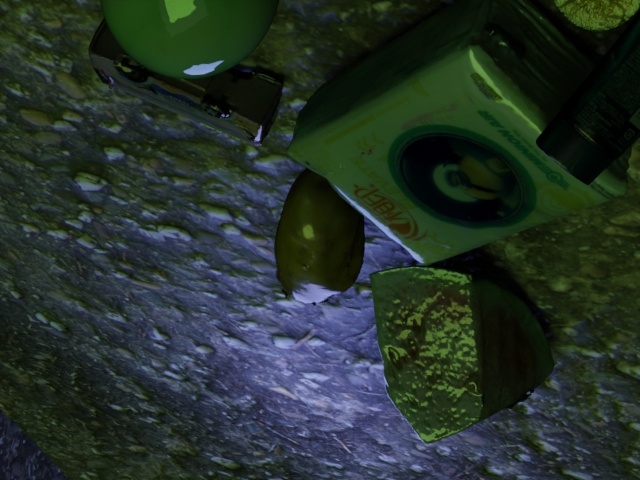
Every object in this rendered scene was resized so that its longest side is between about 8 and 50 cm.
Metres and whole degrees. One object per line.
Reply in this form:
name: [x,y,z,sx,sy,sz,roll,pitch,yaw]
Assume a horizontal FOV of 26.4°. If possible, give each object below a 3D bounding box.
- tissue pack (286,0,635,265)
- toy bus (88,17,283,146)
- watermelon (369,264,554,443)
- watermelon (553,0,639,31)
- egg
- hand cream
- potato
tissue pack: [0.181,-0.138,1.760,0.287,0.162,0.388,40,146,-20]
toy bus: [-0.194,-0.227,1.954,0.274,0.090,0.112,24,159,3]
watermelon: [0.211,0.201,2.172,0.228,0.258,0.387,3,148,35]
watermelon: [0.313,-0.291,1.520,0.105,0.062,0.105,15,130,19]
egg: [-0.158,-0.314,1.656,0.220,0.220,0.270,24,155,0]
hand cream: [0.363,-0.184,1.534,0.120,0.061,0.270,36,108,-18]
potato: [0.000,0.000,2.090,0.140,0.173,0.300,7,150,-1]
